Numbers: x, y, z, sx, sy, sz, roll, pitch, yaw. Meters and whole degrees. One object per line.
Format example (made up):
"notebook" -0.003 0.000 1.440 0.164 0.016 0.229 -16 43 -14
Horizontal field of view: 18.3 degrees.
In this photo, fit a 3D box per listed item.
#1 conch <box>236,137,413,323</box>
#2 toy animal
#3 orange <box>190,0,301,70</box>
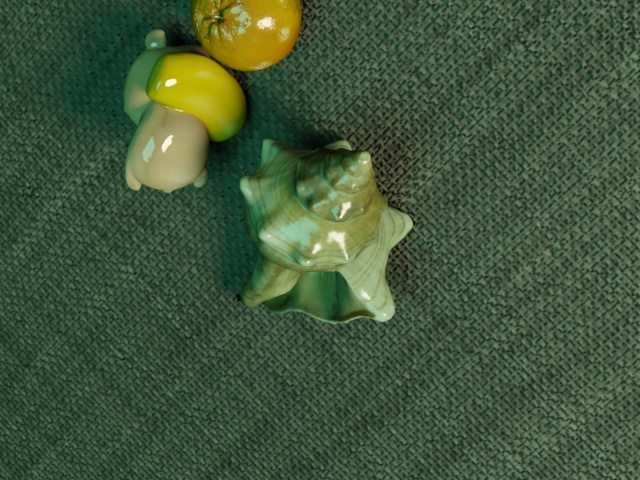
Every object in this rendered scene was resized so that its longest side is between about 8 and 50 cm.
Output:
"conch" 0.011 -0.007 1.436 0.137 0.114 0.234 34 161 20
"toy animal" -0.108 -0.096 1.469 0.082 0.091 0.114 32 116 44
"orange" -0.053 -0.159 1.405 0.083 0.070 0.083 12 116 26
